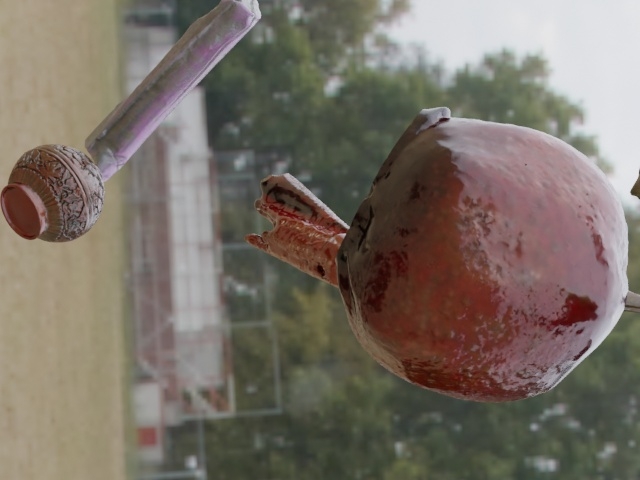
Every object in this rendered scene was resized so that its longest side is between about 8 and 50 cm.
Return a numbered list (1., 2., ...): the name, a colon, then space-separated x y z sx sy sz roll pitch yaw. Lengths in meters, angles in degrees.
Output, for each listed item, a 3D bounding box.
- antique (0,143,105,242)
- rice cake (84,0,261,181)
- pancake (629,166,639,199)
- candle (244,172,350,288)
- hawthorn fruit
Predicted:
1. antique: -0.259 -0.047 1.484 0.104 0.104 0.104 177 -90 -84
2. rice cake: -0.159 -0.164 1.580 0.270 0.049 0.055 -44 -170 19
3. pancake: 0.210 -0.061 0.722 0.286 0.033 0.288 131 -20 -72
4. candle: 0.000 0.000 1.472 0.084 0.059 0.301 -59 -150 1
5. hawthorn fruit: 0.137 0.022 1.155 0.215 0.249 0.215 -165 -90 -80
